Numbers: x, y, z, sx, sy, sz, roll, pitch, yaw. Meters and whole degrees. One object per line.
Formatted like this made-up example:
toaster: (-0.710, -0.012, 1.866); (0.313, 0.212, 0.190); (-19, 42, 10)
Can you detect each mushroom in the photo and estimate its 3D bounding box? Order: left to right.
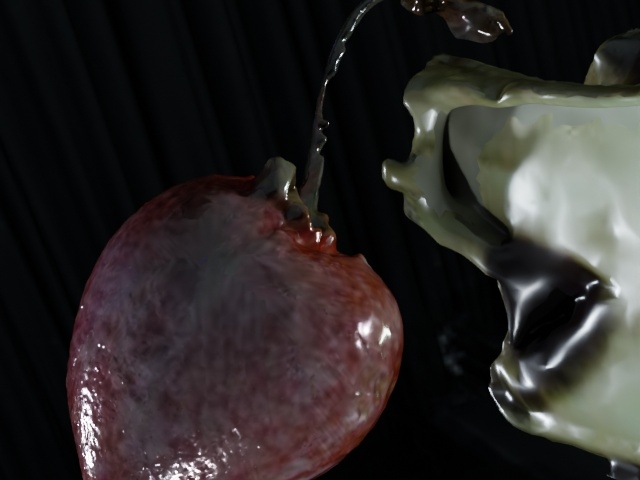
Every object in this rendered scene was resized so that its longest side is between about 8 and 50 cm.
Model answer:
mushroom: (0.196, -0.003, 0.702); (0.292, 0.217, 0.212); (0, -160, 35)

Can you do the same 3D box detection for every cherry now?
cherry: (0.000, 0.000, 0.437); (0.107, 0.090, 0.225); (32, -103, 32)
